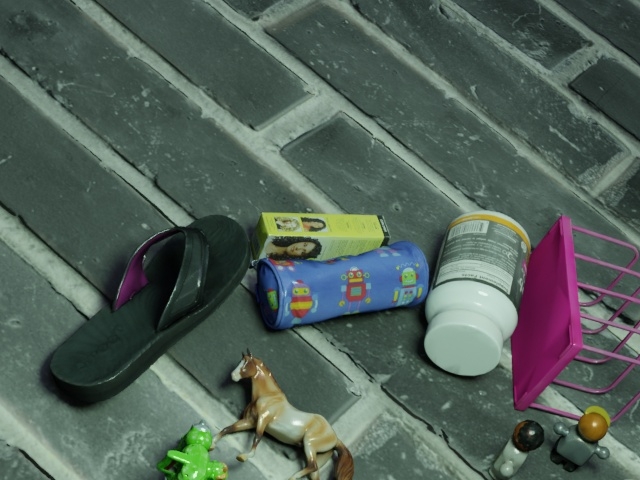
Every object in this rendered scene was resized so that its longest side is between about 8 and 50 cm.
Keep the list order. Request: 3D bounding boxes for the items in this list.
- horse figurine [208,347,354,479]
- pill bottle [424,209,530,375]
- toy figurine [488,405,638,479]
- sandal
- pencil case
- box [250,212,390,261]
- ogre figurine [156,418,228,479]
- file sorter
[{"bbox_3d":[-0.049,0.302,1.866,0.263,0.066,0.174,30,46,4],"label":"horse figurine"},{"bbox_3d":[0.271,0.090,2.121,0.162,0.162,0.278,23,46,-3],"label":"pill bottle"},{"bbox_3d":[0.393,0.378,1.929,0.213,0.148,0.209,-1,52,-23],"label":"toy figurine"},{"bbox_3d":[-0.252,0.076,1.913,0.167,0.107,0.446,13,41,26],"label":"sandal"},{"bbox_3d":[0.031,0.074,2.066,0.306,0.133,0.119,-7,96,-27],"label":"pencil case"},{"bbox_3d":[0.000,0.000,2.139,0.232,0.087,0.058,0,49,-22],"label":"box"},{"bbox_3d":[-0.190,0.344,1.734,0.097,0.118,0.197,29,47,3],"label":"ogre figurine"},{"bbox_3d":[0.460,0.147,2.127,0.182,0.202,0.291,17,46,-13],"label":"file sorter"}]
